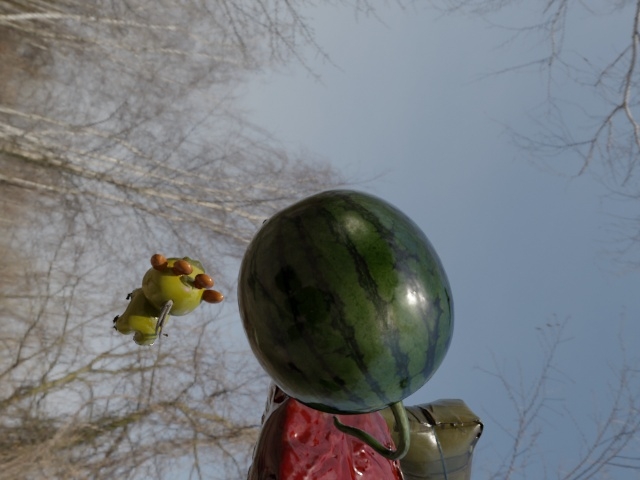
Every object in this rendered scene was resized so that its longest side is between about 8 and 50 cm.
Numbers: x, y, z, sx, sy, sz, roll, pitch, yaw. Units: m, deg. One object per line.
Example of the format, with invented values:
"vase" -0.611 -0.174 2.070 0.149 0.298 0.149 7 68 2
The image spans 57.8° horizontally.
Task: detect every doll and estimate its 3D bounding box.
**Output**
"doll" -0.274 0.096 1.033 0.221 0.143 0.135 -32 -153 39

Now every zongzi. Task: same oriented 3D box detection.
"zongzi" 0.148 0.424 1.077 0.123 0.289 0.259 -145 -121 -68

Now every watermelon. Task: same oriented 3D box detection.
"watermelon" 0.026 0.058 0.388 0.141 0.141 0.187 -23 -86 51

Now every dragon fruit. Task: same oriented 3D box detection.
"dragon fruit" -0.022 0.339 0.652 0.240 0.302 0.330 -42 -171 26

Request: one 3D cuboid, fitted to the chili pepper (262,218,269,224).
"chili pepper" 0.000 0.000 0.948 0.050 0.202 0.051 147 -40 -78
